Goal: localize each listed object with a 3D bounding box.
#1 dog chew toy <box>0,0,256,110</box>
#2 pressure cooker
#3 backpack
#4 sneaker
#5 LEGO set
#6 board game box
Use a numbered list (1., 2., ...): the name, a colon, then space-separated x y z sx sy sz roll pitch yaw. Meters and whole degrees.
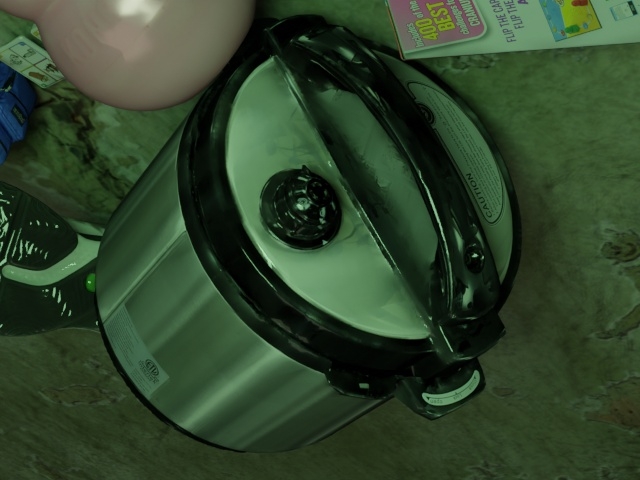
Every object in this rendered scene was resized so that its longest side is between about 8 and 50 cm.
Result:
1. dog chew toy: -0.218 -0.265 1.047 0.332 0.206 0.206 38 139 -22
2. pressure cooker: -0.004 0.003 1.211 0.370 0.375 0.420 26 145 -16
3. backpack: -0.382 -0.142 1.335 0.101 0.120 0.098 -5 142 23
4. sneaker: -0.339 0.039 1.463 0.447 0.169 0.257 16 174 -16
5. LEGO set: -0.316 -0.263 1.223 0.182 0.060 0.244 -20 144 33
6. board game box: 0.200 -0.270 1.024 0.316 0.064 0.242 -1 145 18
